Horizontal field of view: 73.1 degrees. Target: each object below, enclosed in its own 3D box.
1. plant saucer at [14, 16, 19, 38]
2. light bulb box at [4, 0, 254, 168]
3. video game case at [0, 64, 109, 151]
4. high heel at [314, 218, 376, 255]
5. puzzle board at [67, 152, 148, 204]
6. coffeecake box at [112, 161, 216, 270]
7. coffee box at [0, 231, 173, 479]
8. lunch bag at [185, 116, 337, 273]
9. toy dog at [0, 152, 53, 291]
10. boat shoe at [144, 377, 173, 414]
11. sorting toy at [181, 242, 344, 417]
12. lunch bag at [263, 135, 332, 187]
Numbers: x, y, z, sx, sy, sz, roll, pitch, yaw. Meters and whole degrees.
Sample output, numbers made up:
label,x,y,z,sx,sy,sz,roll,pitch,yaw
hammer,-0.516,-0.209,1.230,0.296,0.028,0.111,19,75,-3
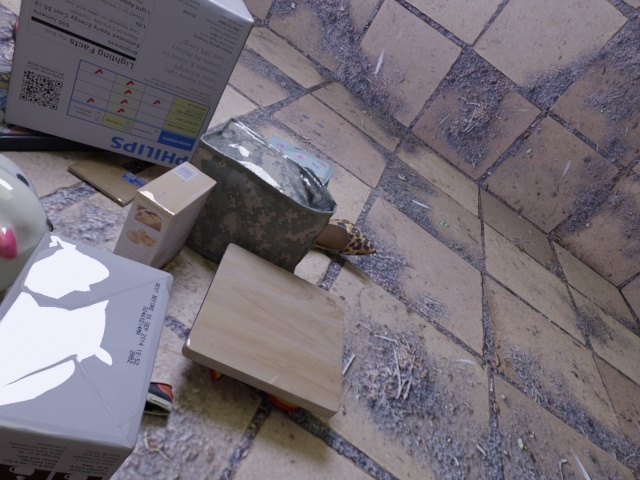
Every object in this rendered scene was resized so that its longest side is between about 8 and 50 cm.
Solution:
label,x,y,z,sx,sy,sz,roll,pitch,yaw
plant saucer,-0.614,-0.527,1.155,0.331,0.084,0.332,25,33,-18
light bulb box,-0.381,-0.382,0.859,0.357,0.361,0.225,13,37,-34
video game case,-0.584,-0.279,0.904,0.248,0.035,0.274,49,33,19
high heel,0.000,0.000,1.046,0.261,0.093,0.186,24,23,10
puzzle board,-0.428,-0.127,0.883,0.128,0.011,0.096,35,30,-5
coffeecake box,-0.270,-0.024,0.735,0.068,0.186,0.142,34,31,-4
coffee box,-0.258,0.163,0.395,0.118,0.297,0.168,25,32,-25
lunch bag,-0.132,-0.061,0.872,0.286,0.235,0.169,34,33,-5
toy dog,-0.486,0.023,0.431,0.394,0.285,0.408,4,22,26
boat shoe,-0.263,0.208,0.574,0.136,0.049,0.043,19,37,-35
sorting toy,-0.092,0.163,0.758,0.257,0.089,0.256,29,33,-14
lunch bag,-0.081,-0.177,1.160,0.223,0.108,0.279,29,24,-1
